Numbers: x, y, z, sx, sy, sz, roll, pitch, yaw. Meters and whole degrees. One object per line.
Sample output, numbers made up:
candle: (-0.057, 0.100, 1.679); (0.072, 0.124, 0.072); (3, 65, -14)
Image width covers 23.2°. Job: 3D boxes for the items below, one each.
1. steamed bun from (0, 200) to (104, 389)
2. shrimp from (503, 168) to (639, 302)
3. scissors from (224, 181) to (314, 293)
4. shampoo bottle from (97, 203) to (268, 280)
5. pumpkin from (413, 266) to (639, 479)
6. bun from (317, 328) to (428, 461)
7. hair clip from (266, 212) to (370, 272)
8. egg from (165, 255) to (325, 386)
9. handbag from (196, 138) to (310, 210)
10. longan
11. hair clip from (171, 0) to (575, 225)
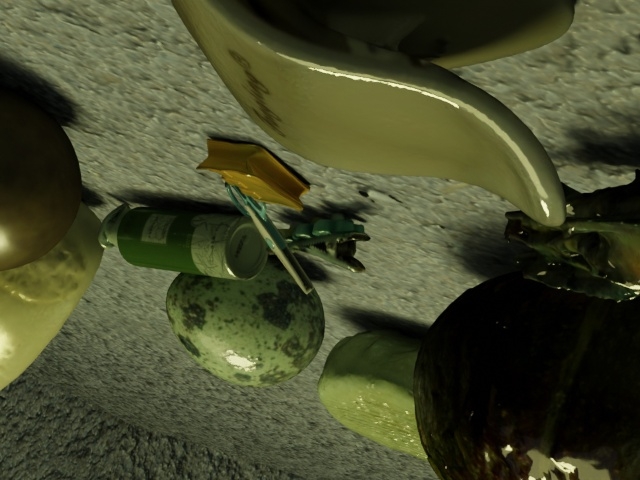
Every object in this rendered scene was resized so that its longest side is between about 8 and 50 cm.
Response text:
steamed bun: (-0.389, 0.036, 1.591); (0.290, 0.272, 0.273); (23, 166, -26)
shrimp: (0.310, 0.021, 0.908); (0.445, 0.085, 0.272); (5, 165, 36)
scissors: (-0.042, -0.005, 1.337); (0.119, 0.014, 0.058); (56, 157, -11)
shampoo bottle: (-0.140, -0.002, 1.499); (0.205, 0.065, 0.065); (6, 160, 43)
pumpkin: (0.225, 0.144, 1.245); (0.321, 0.192, 0.320); (19, 164, 6)
bun: (0.111, 0.166, 1.688); (0.221, 0.108, 0.221); (23, 159, 9)
hair clip: (0.001, -0.001, 1.340); (0.049, 0.049, 0.173); (27, 170, -24)
egg: (-0.076, 0.076, 1.545); (0.172, 0.132, 0.132); (20, 169, -32)
handbag: (-0.052, -0.051, 1.251); (0.061, 0.027, 0.083); (10, 164, 36)
longan: (-0.296, -0.055, 1.320); (0.185, 0.159, 0.204); (23, 175, -42)
hair clip: (0.005, -0.101, 0.787); (0.282, 0.113, 0.172); (19, 166, 11)
